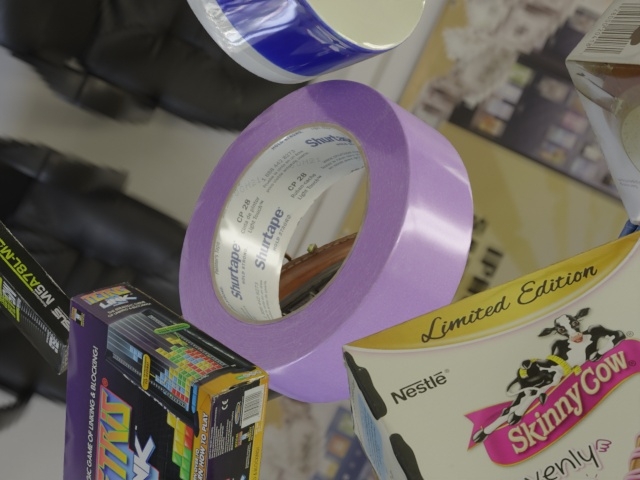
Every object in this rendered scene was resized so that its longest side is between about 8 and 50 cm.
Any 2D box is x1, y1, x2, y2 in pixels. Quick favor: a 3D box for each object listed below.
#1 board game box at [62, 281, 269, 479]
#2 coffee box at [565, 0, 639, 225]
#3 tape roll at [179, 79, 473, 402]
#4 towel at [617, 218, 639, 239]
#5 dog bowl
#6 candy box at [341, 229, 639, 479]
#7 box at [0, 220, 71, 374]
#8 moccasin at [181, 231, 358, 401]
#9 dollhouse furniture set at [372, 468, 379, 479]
[{"bbox_3d":[-0.100,0.131,0.909,0.048,0.141,0.170,-18,123,-42],"label":"board game box"},{"bbox_3d":[0.287,-0.075,0.865,0.098,0.246,0.141,-49,128,-26],"label":"coffee box"},{"bbox_3d":[0.000,0.000,1.297,0.090,0.275,0.274,29,87,-41],"label":"tape roll"},{"bbox_3d":[0.313,0.119,1.469,0.209,0.034,0.285,-57,139,-10],"label":"towel"},{"bbox_3d":[-0.018,-0.278,1.290,0.265,0.104,0.264,23,60,-48],"label":"dog bowl"},{"bbox_3d":[0.126,0.117,0.611,0.159,0.233,0.071,-21,139,-11],"label":"candy box"},{"bbox_3d":[-0.328,0.054,1.607,0.045,0.184,0.190,-39,177,-18],"label":"box"},{"bbox_3d":[-0.044,0.085,1.517,0.380,0.147,0.139,-33,124,-3],"label":"moccasin"},{"bbox_3d":[0.033,0.173,0.990,0.151,0.076,0.058,-57,145,-12],"label":"dollhouse furniture set"}]
